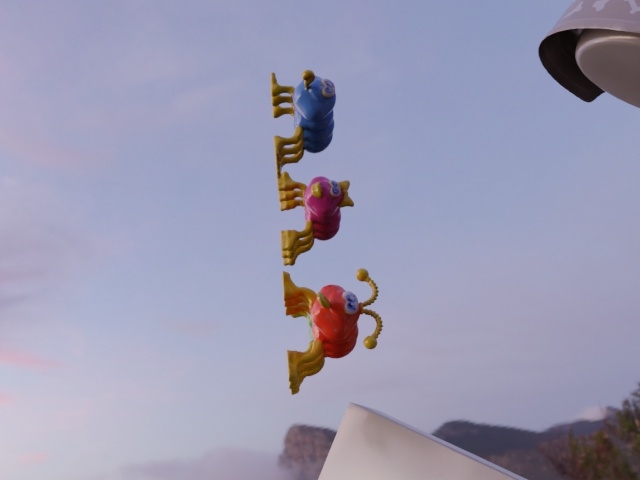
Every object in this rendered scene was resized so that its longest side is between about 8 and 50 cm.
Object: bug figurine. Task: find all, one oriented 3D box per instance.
[{"bbox_3d":[0.000,0.000,0.683,0.072,0.278,0.216,-4,-24,-3],"label":"bug figurine"}]

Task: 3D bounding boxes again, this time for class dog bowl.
[{"bbox_3d":[0.485,-0.248,1.083,0.349,0.102,0.349,24,-1,0],"label":"dog bowl"}]

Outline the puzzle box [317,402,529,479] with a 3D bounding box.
[{"bbox_3d":[0.061,0.356,0.559,0.272,0.408,0.052,19,-7,35],"label":"puzzle box"}]
